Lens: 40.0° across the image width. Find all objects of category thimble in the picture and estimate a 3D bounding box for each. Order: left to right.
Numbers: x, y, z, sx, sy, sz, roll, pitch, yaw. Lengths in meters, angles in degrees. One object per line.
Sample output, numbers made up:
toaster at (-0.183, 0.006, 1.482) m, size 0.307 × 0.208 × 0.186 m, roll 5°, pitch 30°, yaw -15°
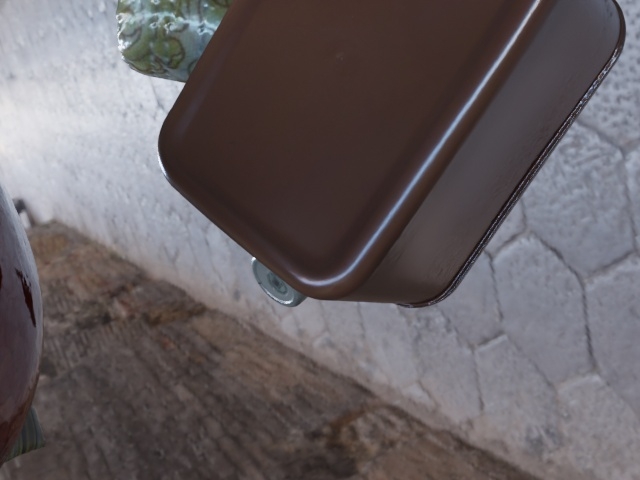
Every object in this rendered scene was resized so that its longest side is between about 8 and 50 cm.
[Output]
thimble at (-0.129, -0.241, 0.942) m, size 0.190 × 0.143 × 0.137 m, roll -84°, pitch 2°, yaw -65°

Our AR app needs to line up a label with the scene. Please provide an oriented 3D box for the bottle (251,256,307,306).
bottle at (0.000, 0.000, 1.563) m, size 0.120 × 0.253 × 0.120 m, roll 32°, pitch 146°, yaw 24°

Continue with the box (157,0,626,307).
box at (0.060, -0.126, 0.738) m, size 0.239 × 0.339 × 0.229 m, roll 38°, pitch -166°, yaw 21°

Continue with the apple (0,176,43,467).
apple at (-0.355, 0.072, 0.670) m, size 0.295 × 0.328 × 0.365 m, roll 50°, pitch -162°, yaw -37°

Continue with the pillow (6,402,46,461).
pillow at (-0.422, 0.225, 1.042) m, size 0.038 × 0.203 × 0.113 m, roll -14°, pitch 90°, yaw 35°
